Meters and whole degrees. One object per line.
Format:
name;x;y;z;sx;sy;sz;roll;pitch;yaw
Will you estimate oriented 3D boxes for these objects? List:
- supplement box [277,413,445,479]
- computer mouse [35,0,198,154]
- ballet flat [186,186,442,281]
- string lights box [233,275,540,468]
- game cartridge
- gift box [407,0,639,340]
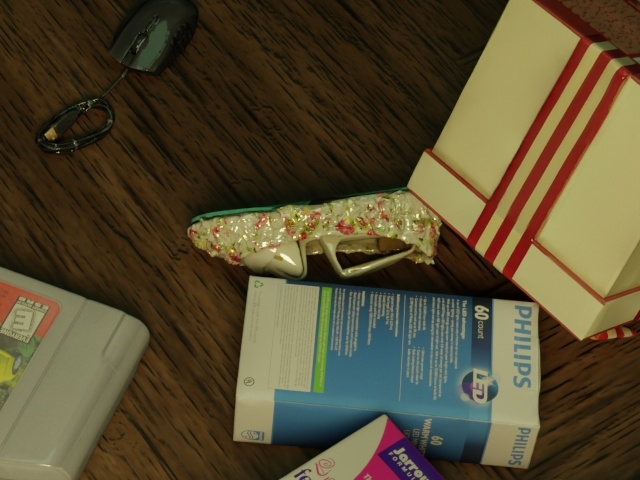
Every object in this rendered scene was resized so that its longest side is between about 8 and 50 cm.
supplement box;-0.003;0.256;1.519;0.220;0.114;0.111;-29;59;-26
computer mouse;-0.200;-0.171;1.876;0.071;0.041;0.242;27;55;14
ballet flat;0.000;0.000;1.739;0.241;0.091;0.077;-8;76;-6
string lights box;0.059;0.114;1.654;0.260;0.077;0.133;6;52;0
game cartridge;-0.320;0.106;1.646;0.294;0.060;0.196;18;57;9
gift box;0.273;-0.066;1.694;0.276;0.258;0.255;-8;44;-46
